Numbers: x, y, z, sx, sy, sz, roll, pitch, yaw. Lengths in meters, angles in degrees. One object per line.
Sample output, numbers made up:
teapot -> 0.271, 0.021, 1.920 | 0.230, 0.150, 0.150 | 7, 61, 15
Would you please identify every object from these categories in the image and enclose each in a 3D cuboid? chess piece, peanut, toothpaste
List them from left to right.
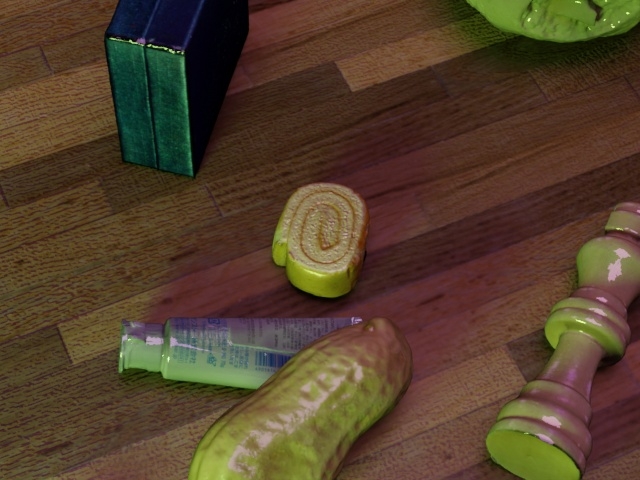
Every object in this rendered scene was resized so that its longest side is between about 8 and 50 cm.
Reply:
toothpaste -> -0.092, 0.136, 1.558 | 0.299, 0.073, 0.114 | 5, 60, -10
peanut -> -0.017, 0.210, 1.465 | 0.147, 0.147, 0.319 | 41, 63, 20
chess piece -> 0.330, 0.109, 1.573 | 0.117, 0.117, 0.397 | 25, 58, 11

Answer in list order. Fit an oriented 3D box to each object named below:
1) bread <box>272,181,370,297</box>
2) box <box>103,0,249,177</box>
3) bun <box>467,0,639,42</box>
bread -> 0.000, 0.000, 1.644 | 0.122, 0.073, 0.149 | 9, 56, 8
box -> -0.177, -0.273, 1.687 | 0.116, 0.261, 0.278 | 11, 58, 6
bun -> 0.354, -0.420, 1.848 | 0.364, 0.202, 0.364 | -4, 55, 6
